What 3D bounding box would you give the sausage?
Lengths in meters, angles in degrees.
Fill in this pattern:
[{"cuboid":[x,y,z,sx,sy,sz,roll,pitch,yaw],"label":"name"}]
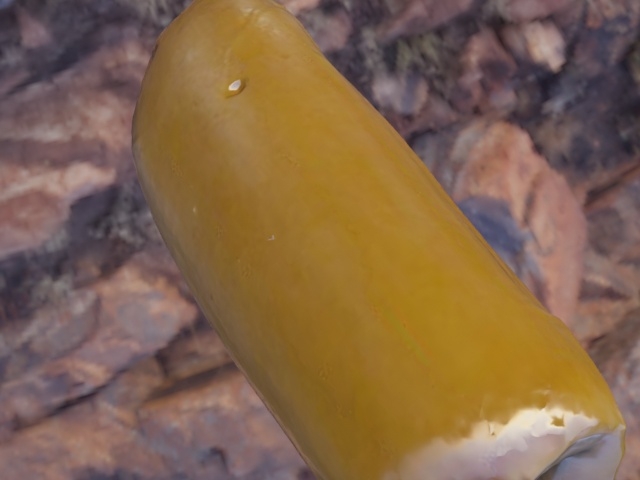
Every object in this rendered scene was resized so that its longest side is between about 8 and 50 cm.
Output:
[{"cuboid":[-0.004,0.000,0.668,0.116,0.354,0.134,-8,135,-36],"label":"sausage"}]
